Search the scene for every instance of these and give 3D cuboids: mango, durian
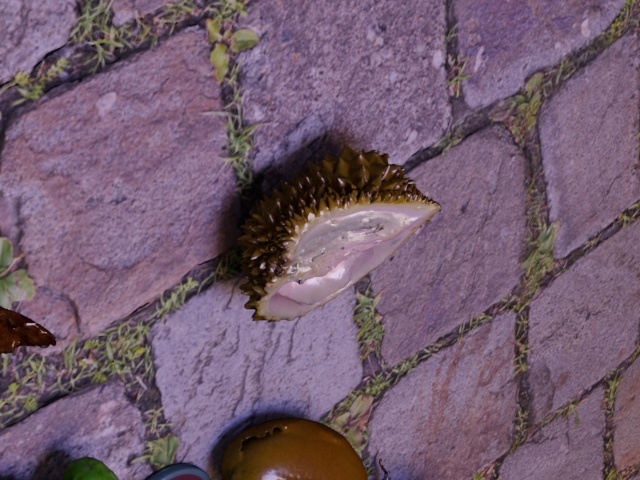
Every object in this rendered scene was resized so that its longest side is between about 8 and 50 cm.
[{"bbox_3d":[-0.033,0.310,1.953,0.236,0.136,0.166,27,80,-47],"label":"mango"},{"bbox_3d":[-0.006,-0.011,1.759,0.250,0.138,0.183,-33,170,-22],"label":"durian"}]

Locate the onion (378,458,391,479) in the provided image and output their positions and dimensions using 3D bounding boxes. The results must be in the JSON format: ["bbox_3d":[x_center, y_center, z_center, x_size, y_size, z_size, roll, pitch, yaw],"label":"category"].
[{"bbox_3d":[0.120,0.459,2.189,0.273,0.285,0.273,-32,173,-4],"label":"onion"}]

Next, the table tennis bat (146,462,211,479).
[{"bbox_3d":[-0.214,0.386,1.889,0.153,0.040,0.244,30,88,-53],"label":"table tennis bat"}]

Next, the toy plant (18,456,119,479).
[{"bbox_3d":[-0.301,0.397,1.722,0.224,0.184,0.315,-20,117,-14],"label":"toy plant"}]

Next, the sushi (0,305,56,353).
[{"bbox_3d":[-0.408,0.153,1.429,0.296,0.167,0.179,-47,126,-29],"label":"sushi"}]
